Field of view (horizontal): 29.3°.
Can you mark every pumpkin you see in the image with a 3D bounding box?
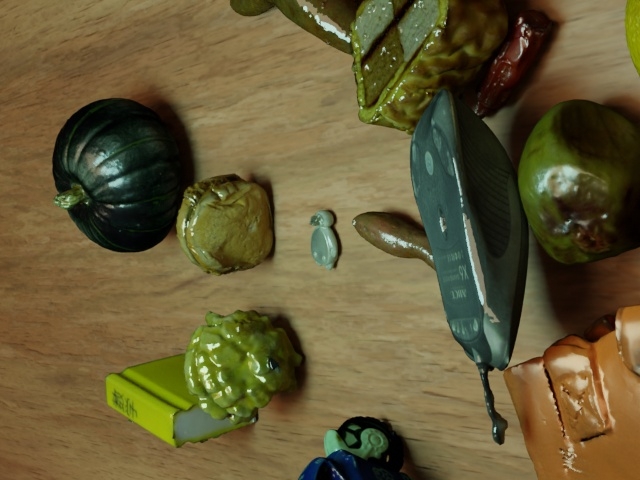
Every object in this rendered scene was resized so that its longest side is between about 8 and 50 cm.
[{"bbox_3d":[-0.329,-0.099,1.951,0.250,0.216,0.250,34,141,34],"label":"pumpkin"}]

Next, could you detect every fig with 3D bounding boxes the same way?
[{"bbox_3d":[0.266,-0.065,1.211,0.154,0.144,0.165,69,-174,-71],"label":"fig"}]

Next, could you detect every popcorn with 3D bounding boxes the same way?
[{"bbox_3d":[-0.113,0.182,1.787,0.173,0.173,0.142,56,161,28],"label":"popcorn"}]

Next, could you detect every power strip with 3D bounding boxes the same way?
[{"bbox_3d":[0.000,0.000,1.673,0.055,0.035,0.083,24,121,49],"label":"power strip"}]

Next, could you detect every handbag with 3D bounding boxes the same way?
[{"bbox_3d":[0.366,0.192,1.153,0.410,0.116,0.303,-33,72,53],"label":"handbag"}]

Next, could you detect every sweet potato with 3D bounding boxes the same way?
[{"bbox_3d":[-0.035,-0.315,1.595,0.346,0.079,0.108,31,136,50],"label":"sweet potato"},{"bbox_3d":[0.121,0.014,1.500,0.214,0.050,0.050,32,124,41],"label":"sweet potato"}]

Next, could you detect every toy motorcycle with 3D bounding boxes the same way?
[{"bbox_3d":[0.083,0.366,1.525,0.331,0.196,0.125,58,139,29],"label":"toy motorcycle"}]

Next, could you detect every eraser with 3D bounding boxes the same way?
[{"bbox_3d":[-0.226,0.252,1.952,0.226,0.158,0.069,18,116,51],"label":"eraser"}]

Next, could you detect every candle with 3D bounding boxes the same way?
[{"bbox_3d":[0.196,-0.184,1.337,0.162,0.048,0.053,119,158,-44],"label":"candle"}]

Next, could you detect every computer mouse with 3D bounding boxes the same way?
[{"bbox_3d":[0.175,0.025,1.289,0.167,0.090,0.379,167,93,-79],"label":"computer mouse"}]

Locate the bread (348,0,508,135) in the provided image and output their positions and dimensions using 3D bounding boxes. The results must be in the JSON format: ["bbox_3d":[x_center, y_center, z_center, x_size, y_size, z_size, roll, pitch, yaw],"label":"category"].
[{"bbox_3d":[0.118,-0.233,1.362,0.222,0.096,0.181,-51,40,47],"label":"bread"}]

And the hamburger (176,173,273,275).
[{"bbox_3d":[-0.140,-0.022,1.769,0.083,0.138,0.147,14,117,51],"label":"hamburger"}]

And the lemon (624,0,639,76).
[{"bbox_3d":[0.347,-0.194,1.020,0.178,0.178,0.203,15,99,52],"label":"lemon"}]
